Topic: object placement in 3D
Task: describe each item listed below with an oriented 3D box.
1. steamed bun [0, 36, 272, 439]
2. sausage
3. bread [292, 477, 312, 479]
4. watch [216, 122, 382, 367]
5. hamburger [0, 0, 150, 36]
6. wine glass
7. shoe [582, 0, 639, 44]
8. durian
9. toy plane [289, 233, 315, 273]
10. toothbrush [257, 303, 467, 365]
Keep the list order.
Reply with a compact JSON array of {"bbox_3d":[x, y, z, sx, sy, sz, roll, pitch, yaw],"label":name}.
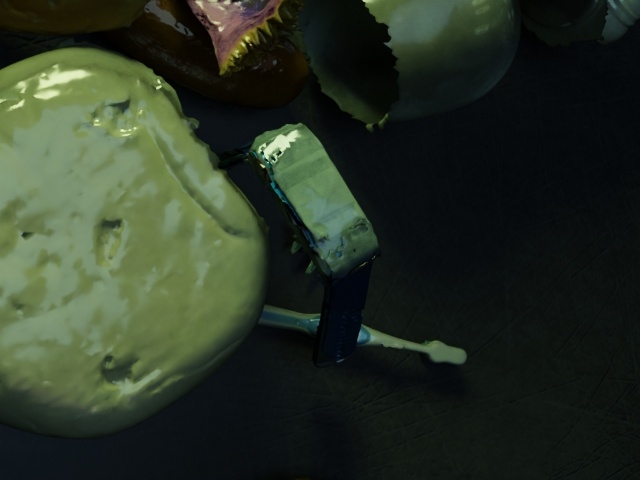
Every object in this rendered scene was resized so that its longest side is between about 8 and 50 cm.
[{"bbox_3d":[-0.233,0.008,0.827,0.312,0.233,0.334,-33,109,-18],"label":"steamed bun"},{"bbox_3d":[-0.134,-0.217,0.939,0.270,0.109,0.109,26,81,-23],"label":"sausage"},{"bbox_3d":[-0.018,0.386,1.008,0.230,0.123,0.230,0,90,-24],"label":"bread"},{"bbox_3d":[-0.015,0.021,0.890,0.068,0.274,0.276,-32,97,-18],"label":"watch"},{"bbox_3d":[-0.258,-0.319,0.743,0.318,0.158,0.319,4,118,8],"label":"hamburger"},{"bbox_3d":[0.148,-0.267,1.010,0.323,0.238,0.238,-29,104,-21],"label":"wine glass"},{"bbox_3d":[0.393,-0.404,1.115,0.124,0.159,0.316,22,63,-40],"label":"shoe"},{"bbox_3d":[-0.083,-0.300,0.902,0.154,0.186,0.260,-35,85,10],"label":"durian"},{"bbox_3d":[-0.002,0.000,1.050,0.083,0.033,0.080,7,88,-33],"label":"toy plane"},{"bbox_3d":[0.012,0.105,1.057,0.386,0.040,0.040,14,86,-25],"label":"toothbrush"}]
